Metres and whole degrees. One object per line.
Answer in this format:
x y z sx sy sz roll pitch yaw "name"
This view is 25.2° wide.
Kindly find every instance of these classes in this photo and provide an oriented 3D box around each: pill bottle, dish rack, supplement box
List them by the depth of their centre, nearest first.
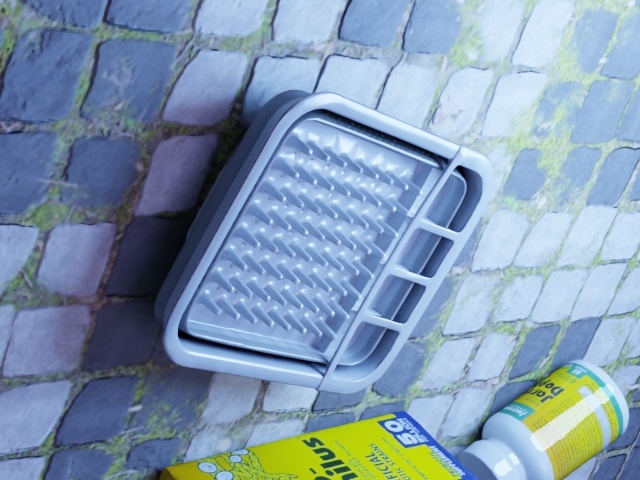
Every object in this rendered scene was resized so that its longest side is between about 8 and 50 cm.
0.000 0.000 1.363 0.333 0.072 0.286 16 109 -50 "dish rack"
0.001 0.339 1.537 0.356 0.194 0.195 -7 125 -42 "supplement box"
0.279 0.249 1.809 0.208 0.117 0.118 -31 138 -24 "pill bottle"
